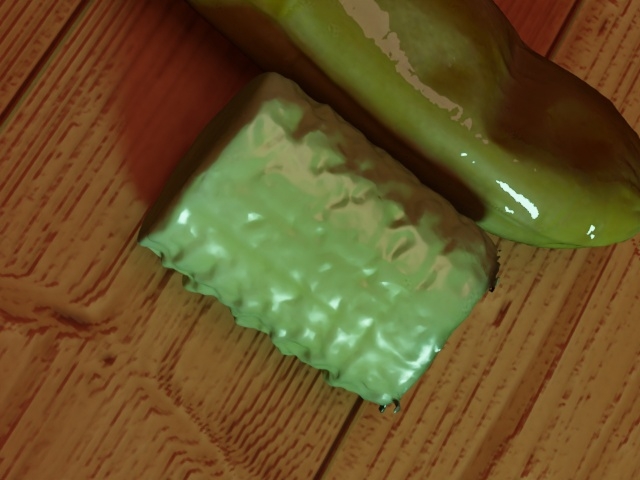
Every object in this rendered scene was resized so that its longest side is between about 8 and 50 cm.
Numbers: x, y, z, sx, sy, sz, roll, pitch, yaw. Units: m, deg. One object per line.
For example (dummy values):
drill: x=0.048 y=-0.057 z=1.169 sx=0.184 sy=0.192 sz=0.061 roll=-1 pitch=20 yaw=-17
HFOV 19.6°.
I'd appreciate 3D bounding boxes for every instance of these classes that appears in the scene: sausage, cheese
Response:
sausage: x=0.045 y=-0.107 z=1.035 sx=0.354 sy=0.116 sz=0.134 roll=41 pitch=33 yaw=-10
cheese: x=0.000 y=0.000 z=0.991 sx=0.167 sy=0.094 sz=0.123 roll=36 pitch=104 yaw=-10
